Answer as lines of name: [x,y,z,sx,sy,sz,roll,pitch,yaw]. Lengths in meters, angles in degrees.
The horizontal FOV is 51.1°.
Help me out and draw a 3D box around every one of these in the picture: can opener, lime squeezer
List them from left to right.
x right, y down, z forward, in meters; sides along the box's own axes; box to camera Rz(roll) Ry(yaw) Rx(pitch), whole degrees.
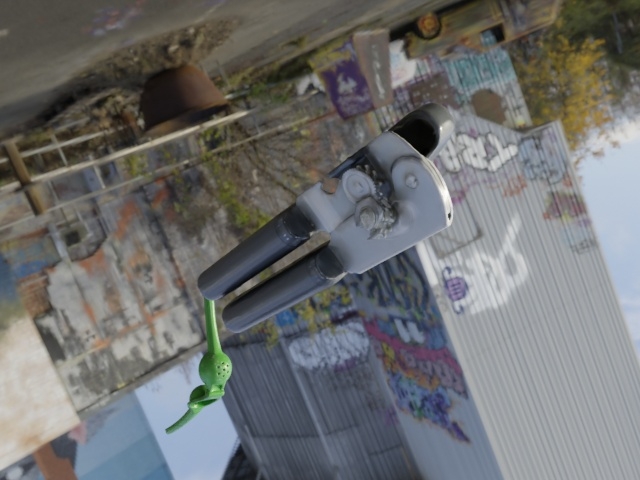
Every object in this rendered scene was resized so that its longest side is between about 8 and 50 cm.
lime squeezer: [-0.202,0.229,1.112,0.110,0.311,0.058,29,-157,28]
can opener: [0.000,0.000,0.520,0.280,0.074,0.093,-34,-177,44]
